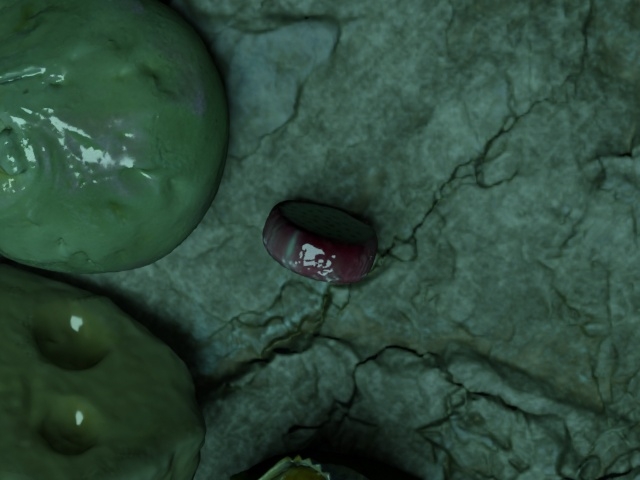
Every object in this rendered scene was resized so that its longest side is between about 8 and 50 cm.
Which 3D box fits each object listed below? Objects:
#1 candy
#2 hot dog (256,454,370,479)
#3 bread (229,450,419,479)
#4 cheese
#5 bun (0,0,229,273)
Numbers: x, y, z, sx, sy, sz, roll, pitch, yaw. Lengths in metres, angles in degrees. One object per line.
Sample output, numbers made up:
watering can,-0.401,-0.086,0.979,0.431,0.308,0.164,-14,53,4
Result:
candy,0.000,0.000,1.618,0.103,0.103,0.043,18,111,2
hot dog,-0.046,0.299,1.643,0.270,0.082,0.162,-38,98,21
bread,-0.003,0.383,1.782,0.366,0.129,0.382,-15,109,18
cheese,-0.263,0.163,1.635,0.326,0.318,0.115,13,131,-10
bun,-0.219,-0.083,1.581,0.283,0.179,0.283,3,115,6
